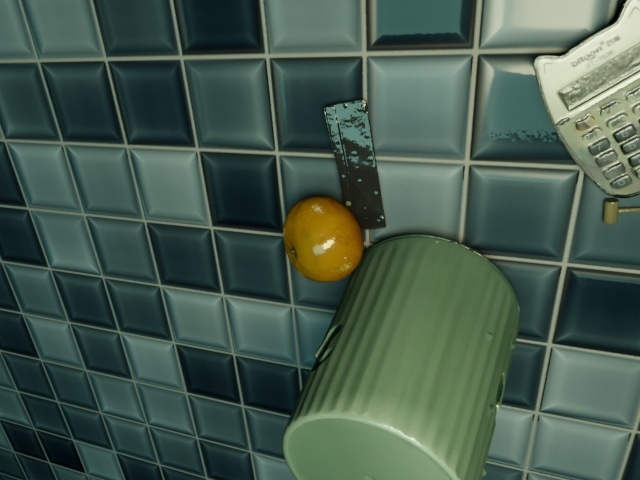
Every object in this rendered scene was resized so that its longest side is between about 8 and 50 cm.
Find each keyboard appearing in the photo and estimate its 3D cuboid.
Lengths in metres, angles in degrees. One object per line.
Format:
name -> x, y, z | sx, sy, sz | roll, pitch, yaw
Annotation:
keyboard -> 0.063, -0.124, 0.858 | 0.072, 0.023, 0.231 | -6, 115, 16

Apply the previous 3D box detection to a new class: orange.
orange -> 0.000, 0.000, 0.873 | 0.156, 0.124, 0.156 | 35, 143, 33

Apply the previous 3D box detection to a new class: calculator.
calculator -> 0.419, -0.176, 0.678 | 0.177, 0.040, 0.268 | -29, 104, 31

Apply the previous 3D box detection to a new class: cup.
cup -> 0.151, 0.247, 0.813 | 0.310, 0.392, 0.401 | -6, 120, 30

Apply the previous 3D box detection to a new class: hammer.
hammer -> 0.481, -0.046, 0.738 | 0.110, 0.019, 0.036 | -2, 116, 20
